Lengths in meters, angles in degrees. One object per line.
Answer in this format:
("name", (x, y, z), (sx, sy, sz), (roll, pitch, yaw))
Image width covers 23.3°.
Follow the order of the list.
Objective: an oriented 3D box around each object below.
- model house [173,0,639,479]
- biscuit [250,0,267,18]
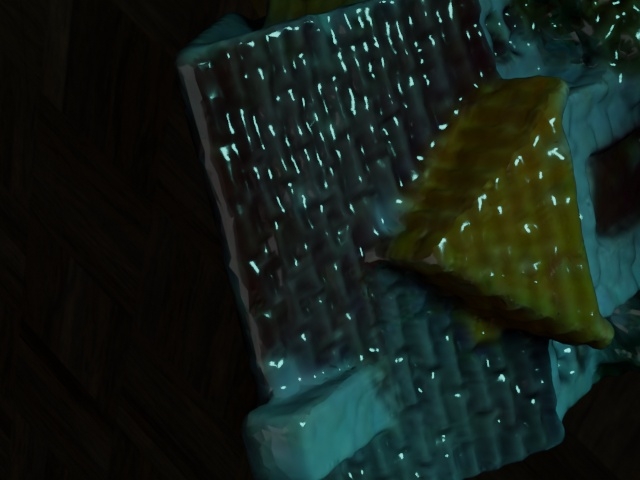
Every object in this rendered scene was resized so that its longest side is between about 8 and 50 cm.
("model house", (0.055, -0.026, 0.976), (0.297, 0.339, 0.360), (0, 109, 39))
("biscuit", (0.023, -0.088, 1.253), (0.291, 0.062, 0.237), (46, 135, 18))
